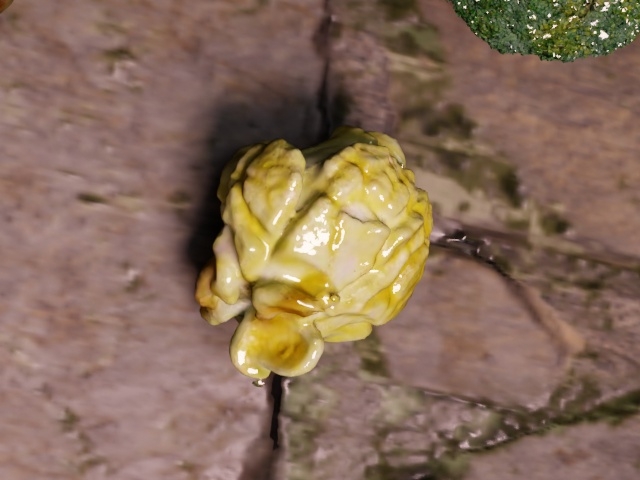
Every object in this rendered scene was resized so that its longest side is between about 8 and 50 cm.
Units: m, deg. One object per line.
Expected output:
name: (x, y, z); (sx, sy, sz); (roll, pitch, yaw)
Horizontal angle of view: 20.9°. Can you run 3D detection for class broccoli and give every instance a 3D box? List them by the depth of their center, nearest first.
broccoli: (0.151, -0.197, 1.075); (0.195, 0.195, 0.156); (30, 57, -20)

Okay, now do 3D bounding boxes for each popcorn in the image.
popcorn: (0.000, 0.000, 1.016); (0.135, 0.141, 0.162); (19, 42, -19)

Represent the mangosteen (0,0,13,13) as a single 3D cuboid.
mangosteen: (-0.307, -0.195, 0.798); (0.382, 0.382, 0.435); (58, 31, -11)
